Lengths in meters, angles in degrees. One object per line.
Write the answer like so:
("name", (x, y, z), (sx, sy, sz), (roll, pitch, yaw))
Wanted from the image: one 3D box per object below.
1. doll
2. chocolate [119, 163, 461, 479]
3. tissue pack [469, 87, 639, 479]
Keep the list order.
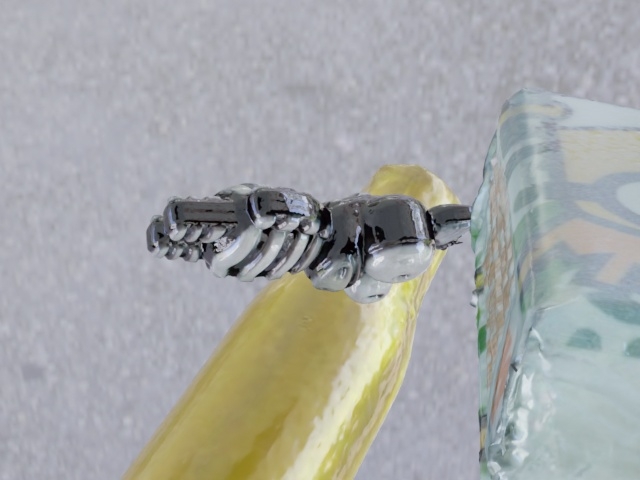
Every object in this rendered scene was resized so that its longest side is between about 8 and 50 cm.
("doll", (0.000, 0.000, 1.206), (0.219, 0.091, 0.067), (2, 64, -27))
("chocolate", (-0.017, 0.128, 1.437), (0.162, 0.162, 0.445), (24, 58, 16))
("tissue pack", (0.193, 0.042, 0.965), (0.228, 0.128, 0.311), (13, 23, -1))
